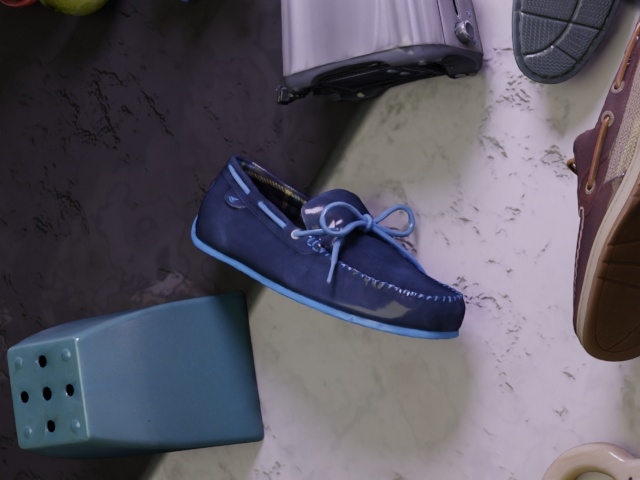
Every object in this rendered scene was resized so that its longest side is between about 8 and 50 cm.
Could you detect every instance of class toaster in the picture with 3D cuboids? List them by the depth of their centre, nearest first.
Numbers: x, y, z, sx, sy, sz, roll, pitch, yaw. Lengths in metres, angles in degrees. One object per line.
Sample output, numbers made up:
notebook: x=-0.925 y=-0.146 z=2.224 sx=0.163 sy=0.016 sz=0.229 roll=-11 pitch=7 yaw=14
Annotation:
toaster: x=0.048 y=-0.221 z=1.545 sx=0.227 sy=0.129 sz=0.146 roll=-10 pitch=82 yaw=38

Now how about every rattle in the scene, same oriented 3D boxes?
rattle: x=0.250 y=0.225 z=1.406 sx=0.199 sy=0.142 sz=0.130 roll=-41 pitch=50 yaw=36

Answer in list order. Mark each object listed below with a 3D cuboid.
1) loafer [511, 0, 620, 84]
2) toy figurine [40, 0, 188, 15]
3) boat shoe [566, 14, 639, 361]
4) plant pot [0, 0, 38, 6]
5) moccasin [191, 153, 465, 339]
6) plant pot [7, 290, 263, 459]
loafer: x=0.237 y=-0.277 z=1.447 sx=0.096 sy=0.084 sz=0.267 roll=12 pitch=104 yaw=4
toy figurine: x=-0.176 y=-0.326 z=1.674 sx=0.217 sy=0.191 sz=0.362 roll=47 pitch=118 yaw=20
boat shoe: x=0.285 y=-0.065 z=1.398 sx=0.123 sy=0.123 sz=0.342 roll=-139 pitch=56 yaw=-61
plant pot: x=-0.383 y=-0.365 z=1.808 sx=0.191 sy=0.174 sz=0.191 roll=-13 pitch=72 yaw=45
moccasin: x=0.000 y=0.000 z=1.580 sx=0.342 sy=0.137 sz=0.117 roll=23 pitch=100 yaw=33
plant pot: x=-0.204 y=0.151 z=1.671 sx=0.165 sy=0.234 sz=0.165 roll=-11 pitch=85 yaw=35
